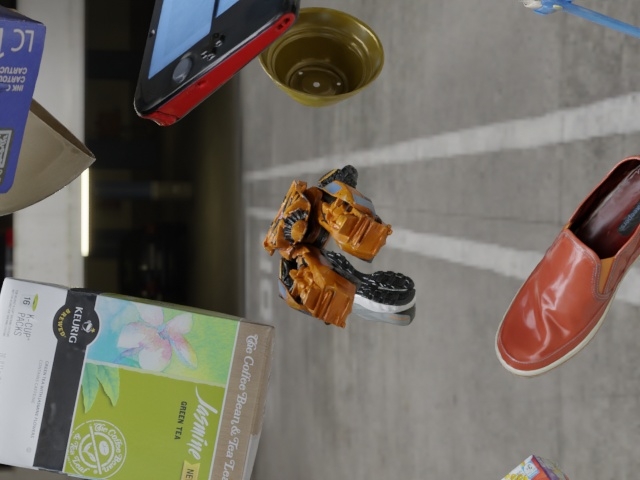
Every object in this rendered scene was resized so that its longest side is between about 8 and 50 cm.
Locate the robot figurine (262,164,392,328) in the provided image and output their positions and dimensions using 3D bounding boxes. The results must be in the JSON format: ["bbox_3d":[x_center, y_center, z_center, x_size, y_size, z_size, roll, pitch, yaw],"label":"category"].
[{"bbox_3d":[0.000,0.000,1.584,0.211,0.085,0.291,-64,21,6],"label":"robot figurine"}]

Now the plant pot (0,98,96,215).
[{"bbox_3d":[-0.492,-0.140,1.694,0.191,0.284,0.284,-49,14,-1],"label":"plant pot"}]

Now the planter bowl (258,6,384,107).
[{"bbox_3d":[-0.003,-0.294,2.035,0.090,0.217,0.217,99,166,-52],"label":"planter bowl"}]

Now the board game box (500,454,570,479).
[{"bbox_3d":[0.426,0.539,2.104,0.275,0.144,0.142,55,-166,30],"label":"board game box"}]

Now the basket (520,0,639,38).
[{"bbox_3d":[0.333,-0.403,1.512,0.201,0.288,0.255,166,112,-70],"label":"basket"}]

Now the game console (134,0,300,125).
[{"bbox_3d":[-0.143,-0.377,1.772,0.342,0.060,0.387,-33,39,39],"label":"game console"}]

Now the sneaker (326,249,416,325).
[{"bbox_3d":[0.063,0.102,2.295,0.100,0.271,0.108,-53,-33,-30],"label":"sneaker"}]

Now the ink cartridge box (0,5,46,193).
[{"bbox_3d":[-0.398,-0.139,0.870,0.395,0.270,0.151,28,109,30],"label":"ink cartridge box"}]

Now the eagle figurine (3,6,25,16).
[{"bbox_3d":[-0.592,-0.284,1.966,0.225,0.226,0.298,121,143,-65],"label":"eagle figurine"}]

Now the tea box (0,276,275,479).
[{"bbox_3d":[-0.229,0.184,1.510,0.329,0.323,0.220,99,180,-85],"label":"tea box"}]

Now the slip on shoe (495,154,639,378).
[{"bbox_3d":[0.324,0.027,1.467,0.331,0.101,0.123,-52,52,10],"label":"slip on shoe"}]
